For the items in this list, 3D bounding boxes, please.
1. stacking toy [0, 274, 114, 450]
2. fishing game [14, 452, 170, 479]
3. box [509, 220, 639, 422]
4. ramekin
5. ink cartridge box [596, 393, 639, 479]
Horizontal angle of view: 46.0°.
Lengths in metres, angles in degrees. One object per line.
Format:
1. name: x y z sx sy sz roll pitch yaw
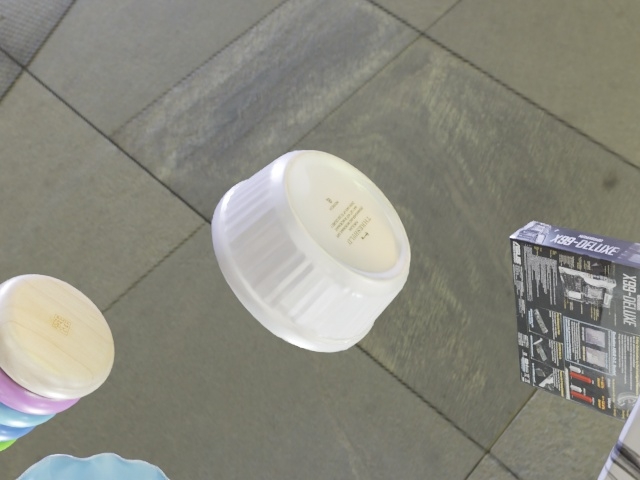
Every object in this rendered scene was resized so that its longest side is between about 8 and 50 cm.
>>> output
1. stacking toy: -0.375 0.180 0.807 0.330 0.141 0.141 -39 61 21
2. fishing game: -0.175 0.247 0.543 0.264 0.041 0.189 28 88 -16
3. box: 0.450 0.138 1.281 0.076 0.307 0.242 -28 28 -34
4. ramekin: 0.000 0.000 1.008 0.273 0.127 0.273 28 38 -25
5. ink cartridge box: 0.347 0.238 0.552 0.285 0.395 0.166 27 19 29
